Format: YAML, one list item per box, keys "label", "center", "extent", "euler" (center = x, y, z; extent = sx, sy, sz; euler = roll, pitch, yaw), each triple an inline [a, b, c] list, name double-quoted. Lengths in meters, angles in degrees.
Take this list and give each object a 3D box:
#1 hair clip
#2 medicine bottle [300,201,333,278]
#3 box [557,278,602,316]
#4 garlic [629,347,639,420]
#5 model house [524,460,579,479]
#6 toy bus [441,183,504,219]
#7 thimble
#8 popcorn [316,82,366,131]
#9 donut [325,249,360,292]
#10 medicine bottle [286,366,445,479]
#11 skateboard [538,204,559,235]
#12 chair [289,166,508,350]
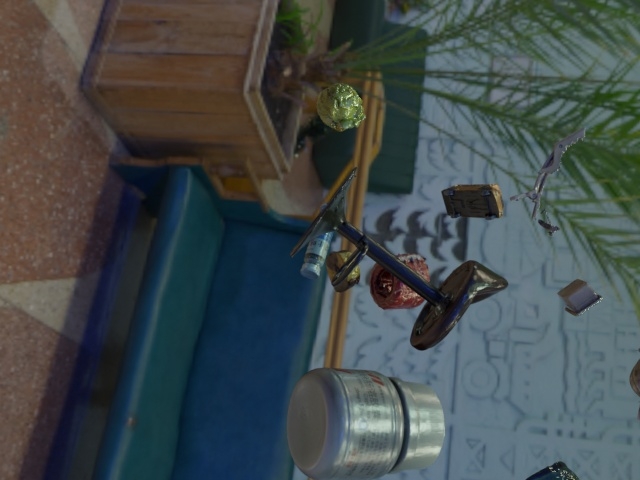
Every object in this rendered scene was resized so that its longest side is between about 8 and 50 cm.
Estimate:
- label: "hair clip"
  center: [0.490, -0.158, 1.602]
  extent: [0.226, 0.072, 0.034]
  euler: [-59, 171, 3]
- label: "medicine bottle"
  center: [0.000, 0.000, 1.787]
  extent: [0.051, 0.051, 0.191]
  euler: [75, 28, -58]
- label: "box"
  center: [0.694, 0.151, 2.005]
  extent: [0.062, 0.089, 0.122]
  euler: [54, 5, 1]
- label: "garlic"
  center: [0.904, 0.398, 2.011]
  extent: [0.127, 0.131, 0.194]
  euler: [35, 64, -47]
- label: "model house"
  center: [0.423, 0.594, 1.342]
  extent: [0.291, 0.253, 0.185]
  euler: [57, -28, 35]
- label: "toy bus"
  center: [0.418, -0.109, 1.992]
  extent: [0.088, 0.194, 0.083]
  euler: [-28, 109, -30]
- label: "thimble"
  center: [0.241, 0.130, 2.285]
  extent: [0.189, 0.124, 0.163]
  euler: [-51, -135, 52]
- label: "popcorn"
  center: [0.054, -0.390, 2.171]
  extent: [0.135, 0.141, 0.163]
  euler: [44, 48, -50]
- label: "donut"
  center: [0.069, 0.091, 2.250]
  extent: [0.140, 0.059, 0.141]
  euler: [43, -39, 48]
- label: "medicine bottle"
  center: [0.102, 0.418, 1.693]
  extent: [0.245, 0.306, 0.245]
  euler: [-27, -121, 57]
- label: "skateboard"
  center: [0.551, -0.058, 1.831]
  extent: [0.064, 0.032, 0.083]
  euler: [46, -9, 49]
- label: "chair"
  center: [0.162, 0.057, 1.490]
  extent: [0.227, 0.401, 0.226]
  euler: [-54, -177, 3]
